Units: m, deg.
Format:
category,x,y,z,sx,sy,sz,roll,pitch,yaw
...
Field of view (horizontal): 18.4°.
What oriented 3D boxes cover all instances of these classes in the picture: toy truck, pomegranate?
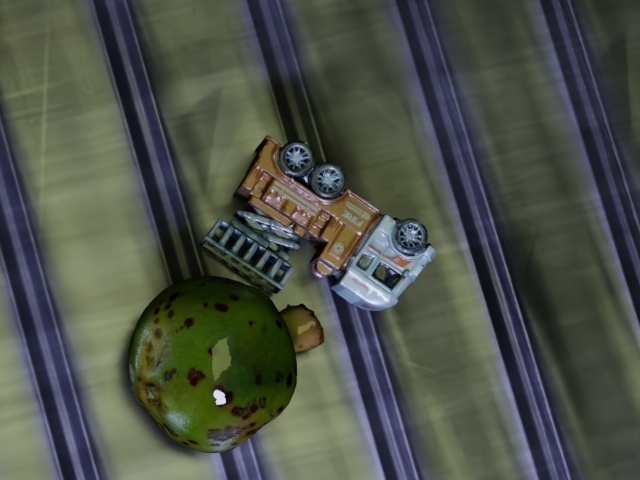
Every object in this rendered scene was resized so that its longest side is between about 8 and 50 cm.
category,x,y,z,sx,sy,sz,roll,pitch,yaw
toy truck,0.000,0.000,1.692,0.178,0.080,0.115,33,80,-3
pomegranate,-0.076,0.089,1.637,0.169,0.122,0.143,-27,58,-12
